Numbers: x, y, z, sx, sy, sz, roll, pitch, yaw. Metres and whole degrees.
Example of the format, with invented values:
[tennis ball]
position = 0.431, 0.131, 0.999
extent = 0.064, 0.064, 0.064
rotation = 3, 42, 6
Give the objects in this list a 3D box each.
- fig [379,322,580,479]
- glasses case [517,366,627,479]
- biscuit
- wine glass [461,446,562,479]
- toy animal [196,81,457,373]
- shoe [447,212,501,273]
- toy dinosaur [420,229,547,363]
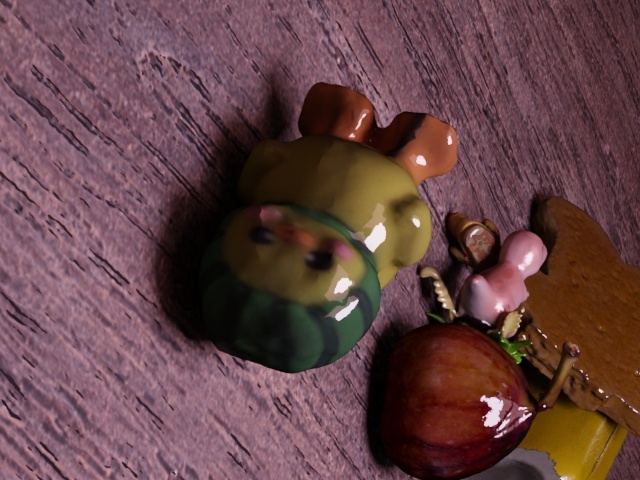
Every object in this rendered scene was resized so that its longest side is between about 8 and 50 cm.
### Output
[fig]
position = 0.203, 0.211, 1.851
extent = 0.186, 0.249, 0.204
rotation = 56, 44, -61
[glasses case]
position = 0.345, 0.287, 2.189
extent = 0.371, 0.173, 0.141
rotation = -40, 126, -57
[biscuit]
position = 0.403, 0.108, 2.240
extent = 0.368, 0.076, 0.394
rotation = 41, 35, -3
[wine glass]
position = 0.250, 0.471, 1.967
extent = 0.238, 0.238, 0.323
rotation = -51, 131, -48
[toy animal]
position = -0.001, 0.003, 1.538
extent = 0.191, 0.216, 0.338
rotation = 99, 17, -50
[shoe]
position = 0.221, 0.002, 2.065
extent = 0.109, 0.069, 0.072
rotation = 29, 102, -46
[toy dinosaur]
position = 0.247, 0.072, 1.985
extent = 0.194, 0.152, 0.177
rotation = 9, 98, -45
